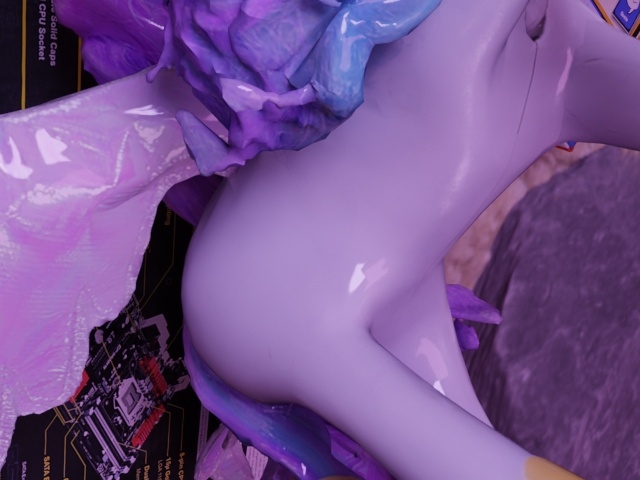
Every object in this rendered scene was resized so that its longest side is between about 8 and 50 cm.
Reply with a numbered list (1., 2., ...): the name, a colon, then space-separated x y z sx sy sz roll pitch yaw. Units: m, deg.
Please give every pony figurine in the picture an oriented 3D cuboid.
1. pony figurine: 0.000 0.000 0.432 0.303 0.363 0.351 -8 129 -50

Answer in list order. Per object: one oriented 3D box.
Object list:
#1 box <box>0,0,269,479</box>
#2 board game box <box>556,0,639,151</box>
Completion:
1. box: -0.117 0.001 0.576 0.257 0.079 0.322 -15 118 -42
2. board game box: 0.135 -0.166 0.772 0.193 0.045 0.147 -56 137 -10
